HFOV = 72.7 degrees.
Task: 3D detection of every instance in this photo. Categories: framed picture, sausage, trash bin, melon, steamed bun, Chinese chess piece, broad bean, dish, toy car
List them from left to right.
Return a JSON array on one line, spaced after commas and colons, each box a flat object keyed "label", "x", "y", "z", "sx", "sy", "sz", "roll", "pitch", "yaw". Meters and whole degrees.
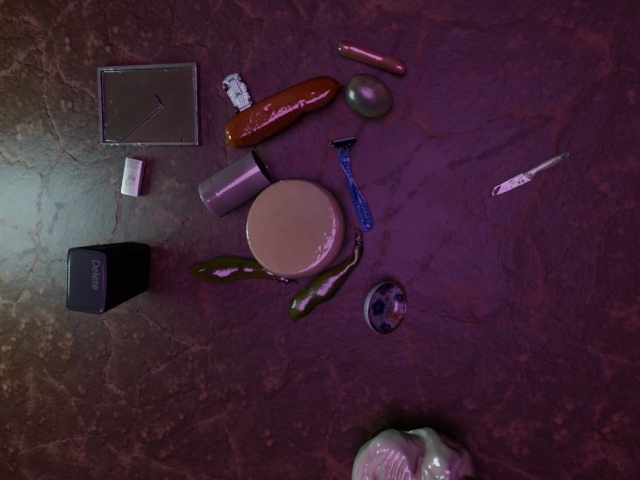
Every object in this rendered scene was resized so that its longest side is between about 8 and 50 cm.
[{"label": "trash bin", "x": -0.578, "y": 0.092, "z": 1.215, "sx": 0.114, "sy": 0.225, "sz": 0.166, "roll": 6, "pitch": 97, "yaw": 10}, {"label": "framed picture", "x": -0.494, "y": -0.385, "z": 1.250, "sx": 0.314, "sy": 0.024, "sz": 0.232, "roll": 2, "pitch": 97, "yaw": 9}, {"label": "broad bean", "x": -0.228, "y": 0.087, "z": 1.230, "sx": 0.324, "sy": 0.067, "sz": 0.075, "roll": 3, "pitch": 106, "yaw": 12}, {"label": "toy car", "x": -0.220, "y": -0.396, "z": 1.191, "sx": 0.059, "sy": 0.035, "sz": 0.122, "roll": -24, "pitch": 101, "yaw": 12}, {"label": "sausage", "x": -0.102, "y": -0.341, "z": 1.143, "sx": 0.348, "sy": 0.097, "sz": 0.094, "roll": -25, "pitch": 100, "yaw": 12}, {"label": "Chinese chess piece", "x": -0.066, "y": -0.032, "z": 1.147, "sx": 0.273, "sy": 0.102, "sz": 0.274, "roll": -1, "pitch": 85, "yaw": 15}, {"label": "broad bean", "x": 0.017, "y": 0.103, "z": 1.195, "sx": 0.098, "sy": 0.056, "sz": 0.318, "roll": 35, "pitch": 97, "yaw": 7}, {"label": "melon", "x": 0.121, "y": -0.365, "z": 1.099, "sx": 0.130, "sy": 0.098, "sz": 0.098, "roll": 28, "pitch": 101, "yaw": 5}, {"label": "sausage", "x": 0.133, "y": -0.468, "z": 1.112, "sx": 0.186, "sy": 0.043, "sz": 0.043, "roll": 24, "pitch": 100, "yaw": 8}, {"label": "dish", "x": 0.156, "y": 0.173, "z": 1.168, "sx": 0.141, "sy": 0.078, "sz": 0.141, "roll": -4, "pitch": 98, "yaw": -34}, {"label": "steamed bun", "x": 0.266, "y": 0.650, "z": 1.121, "sx": 0.351, "sy": 0.247, "sz": 0.340, "roll": -10, "pitch": 83, "yaw": 35}]

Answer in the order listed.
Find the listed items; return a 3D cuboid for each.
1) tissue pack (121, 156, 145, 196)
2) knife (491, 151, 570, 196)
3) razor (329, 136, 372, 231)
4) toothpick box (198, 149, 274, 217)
[{"label": "tissue pack", "x": -0.552, "y": -0.187, "z": 1.281, "sx": 0.056, "sy": 0.023, "sz": 0.108, "roll": 13, "pitch": 99, "yaw": 9}, {"label": "knife", "x": 0.526, "y": -0.165, "z": 1.091, "sx": 0.207, "sy": 0.014, "sz": 0.030, "roll": -28, "pitch": 91, "yaw": 14}, {"label": "razor", "x": 0.091, "y": -0.147, "z": 1.161, "sx": 0.081, "sy": 0.042, "sz": 0.254, "roll": -20, "pitch": 95, "yaw": -29}, {"label": "toothpick box", "x": -0.229, "y": -0.153, "z": 1.182, "sx": 0.180, "sy": 0.111, "sz": 0.111, "roll": -31, "pitch": 90, "yaw": 11}]
